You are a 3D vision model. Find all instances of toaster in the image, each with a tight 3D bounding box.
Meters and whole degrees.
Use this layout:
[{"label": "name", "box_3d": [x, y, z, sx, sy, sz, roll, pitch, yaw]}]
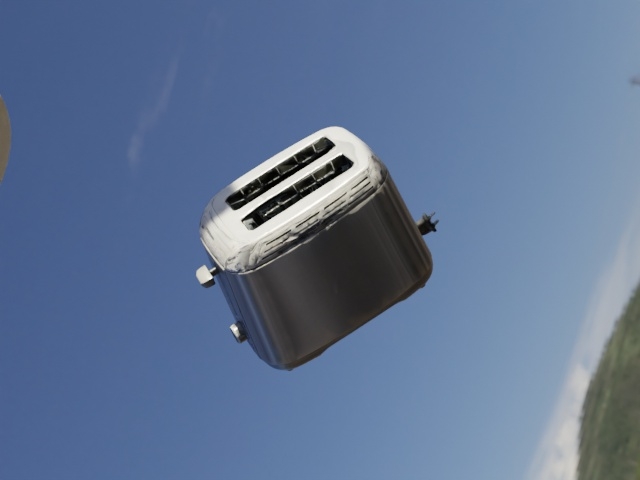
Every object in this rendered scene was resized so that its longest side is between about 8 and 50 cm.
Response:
[{"label": "toaster", "box_3d": [0.000, 0.000, 1.096, 0.227, 0.129, 0.146, -32, -52, -6]}]

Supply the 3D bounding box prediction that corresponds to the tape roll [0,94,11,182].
[{"label": "tape roll", "box_3d": [-0.451, -0.023, 1.083, 0.392, 0.072, 0.392, -45, -16, -16]}]
